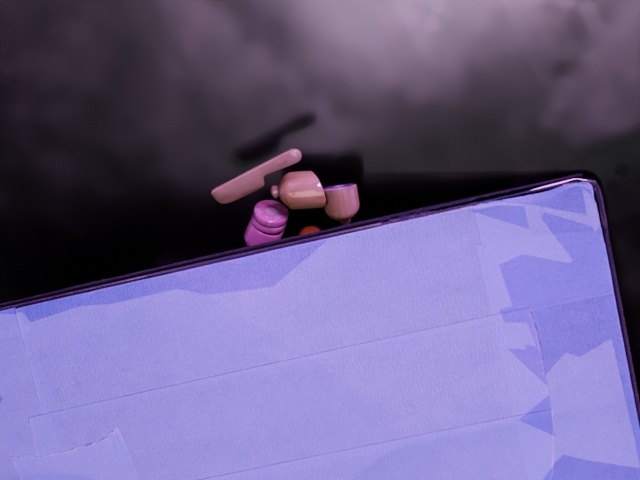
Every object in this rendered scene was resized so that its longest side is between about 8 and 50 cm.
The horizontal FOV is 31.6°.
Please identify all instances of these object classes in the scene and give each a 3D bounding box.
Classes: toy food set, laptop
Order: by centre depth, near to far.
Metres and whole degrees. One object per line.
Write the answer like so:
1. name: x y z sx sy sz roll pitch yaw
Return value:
1. laptop: 0.001 0.230 0.546 0.382 0.408 0.236 -13 139 6
2. toy food set: 0.000 0.000 0.616 0.078 0.019 0.122 -25 122 26
